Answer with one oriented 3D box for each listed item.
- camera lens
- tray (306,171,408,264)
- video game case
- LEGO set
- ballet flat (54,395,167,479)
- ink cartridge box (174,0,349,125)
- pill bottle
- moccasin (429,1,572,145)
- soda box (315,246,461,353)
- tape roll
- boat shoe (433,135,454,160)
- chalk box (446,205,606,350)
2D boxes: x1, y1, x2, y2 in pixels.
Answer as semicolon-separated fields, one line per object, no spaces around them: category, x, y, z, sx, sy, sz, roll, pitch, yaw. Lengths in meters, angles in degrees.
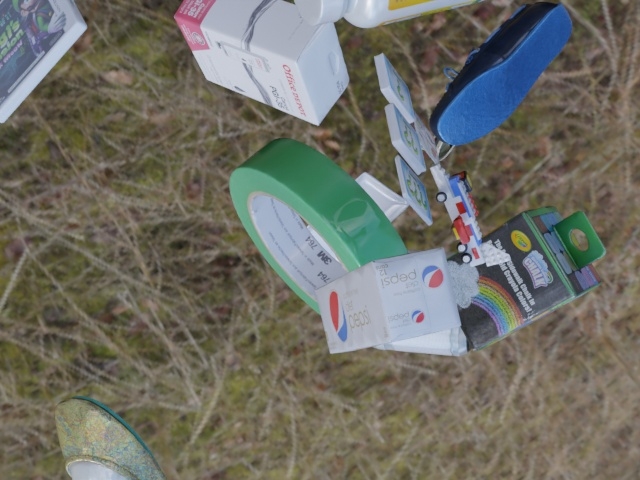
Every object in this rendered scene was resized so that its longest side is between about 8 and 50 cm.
camera lens;0.201;0.129;1.933;0.275;0.219;0.219;3;152;14
tray;0.057;-0.037;2.046;0.145;0.030;0.270;33;117;-27
video game case;-0.420;-0.287;1.279;0.190;0.173;0.022;-43;146;16
LEGO set;0.140;-0.079;1.009;0.060;0.182;0.244;-20;149;20
ballet flat;-0.257;0.361;1.233;0.123;0.123;0.348;-33;120;-6
ink cartridge box;-0.107;-0.361;1.719;0.117;0.283;0.207;-57;155;-17
pill bottle;0.077;-0.290;0.954;0.209;0.117;0.117;-18;146;-17
moccasin;0.326;-0.310;1.701;0.342;0.117;0.137;-42;128;-10
soda box;0.057;0.063;0.871;0.069;0.073;0.216;-11;173;-15
tape roll;0.000;0.000;1.334;0.077;0.321;0.321;-41;152;-19
boat shoe;0.264;-0.215;1.810;0.049;0.043;0.137;9;143;-25
chalk box;0.387;0.052;1.675;0.289;0.180;0.179;-34;168;29
